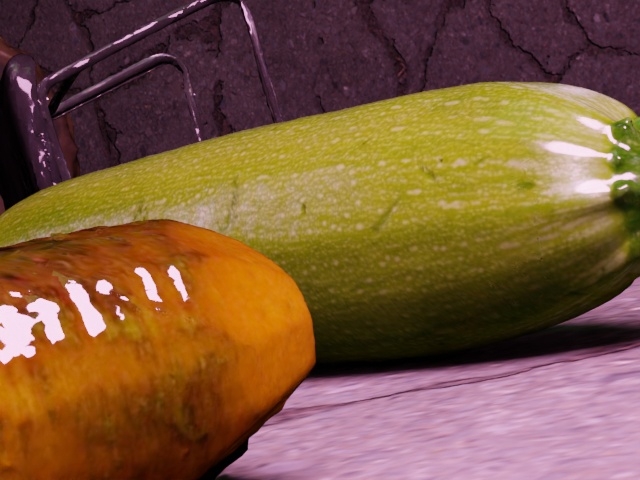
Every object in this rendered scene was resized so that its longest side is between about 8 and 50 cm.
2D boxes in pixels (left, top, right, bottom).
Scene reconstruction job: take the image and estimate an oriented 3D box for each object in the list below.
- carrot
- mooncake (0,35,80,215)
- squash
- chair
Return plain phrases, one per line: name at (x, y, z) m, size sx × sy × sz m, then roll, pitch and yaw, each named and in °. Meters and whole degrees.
carrot at (-0.081, 0.042, 0.494) m, size 0.173 × 0.082 × 0.082 m, roll -16°, pitch 6°, yaw -41°
mooncake at (-0.271, -0.048, 1.347) m, size 0.228 × 0.228 × 0.124 m, roll -13°, pitch 11°, yaw -29°
squash at (0.000, 0.000, 0.753) m, size 0.378 × 0.101 × 0.101 m, roll -12°, pitch 2°, yaw 41°
chair at (-0.135, -0.014, 0.953) m, size 0.221 × 0.145 × 0.140 m, roll -16°, pitch -5°, yaw -17°
